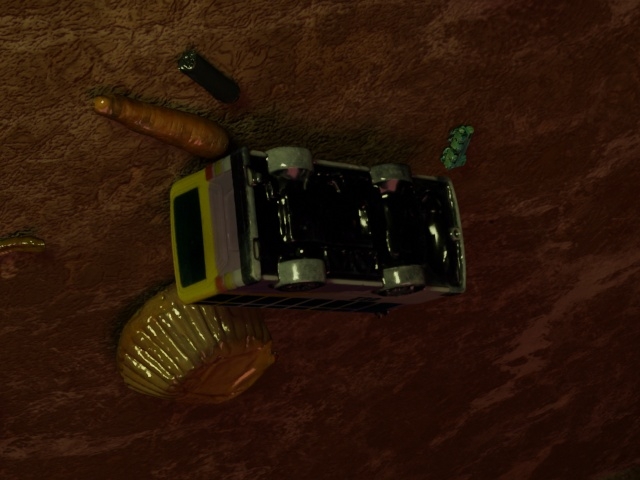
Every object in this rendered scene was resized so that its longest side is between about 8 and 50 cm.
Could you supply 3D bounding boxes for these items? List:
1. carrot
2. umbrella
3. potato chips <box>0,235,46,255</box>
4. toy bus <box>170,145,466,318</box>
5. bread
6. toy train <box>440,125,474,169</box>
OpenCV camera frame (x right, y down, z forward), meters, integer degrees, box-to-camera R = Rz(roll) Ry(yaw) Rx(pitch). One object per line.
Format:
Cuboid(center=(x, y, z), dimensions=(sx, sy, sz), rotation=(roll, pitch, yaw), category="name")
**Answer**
Cuboid(center=(-0.226, -0.166, 1.957), dimensions=(0.248, 0.059, 0.059), rotation=(16, 127, -43), category="carrot")
Cuboid(center=(-0.156, -0.226, 1.948), dimensions=(0.036, 0.031, 0.133), rotation=(-12, 155, 26), category="umbrella")
Cuboid(center=(-0.504, 0.025, 2.034), dimensions=(0.204, 0.037, 0.026), rotation=(-14, 135, -13), category="potato chips")
Cuboid(center=(0.000, 0.000, 2.168), dimensions=(0.440, 0.209, 0.249), rotation=(5, 163, -40), category="toy bus")
Cuboid(center=(-0.212, 0.184, 2.369), dimensions=(0.274, 0.149, 0.274), rotation=(-25, 147, -18), category="bread")
Cuboid(center=(0.233, -0.156, 2.340), dimensions=(0.045, 0.029, 0.092), rotation=(-18, 146, -30), category="toy train")
